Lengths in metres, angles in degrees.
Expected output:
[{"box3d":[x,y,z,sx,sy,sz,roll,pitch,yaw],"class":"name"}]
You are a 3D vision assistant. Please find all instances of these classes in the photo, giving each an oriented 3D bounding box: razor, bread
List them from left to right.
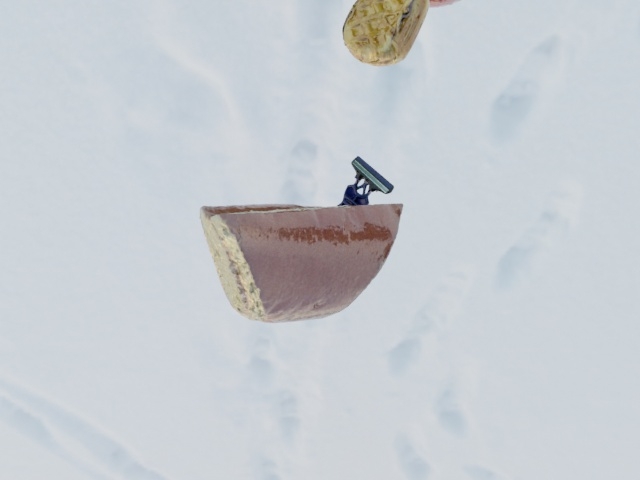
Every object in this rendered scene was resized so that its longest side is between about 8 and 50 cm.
[{"box3d":[-0.019,0.021,0.751,0.192,0.067,0.119,-5,125,-40],"class":"bread"},{"box3d":[0.001,0.000,0.817,0.154,0.044,0.028,-50,169,4],"class":"razor"},{"box3d":[0.072,-0.250,1.053,0.083,0.111,0.044,26,177,22],"class":"bread"}]

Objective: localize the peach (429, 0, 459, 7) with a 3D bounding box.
[{"box3d":[0.190,-0.517,1.585,0.281,0.281,0.238,1,120,-9],"class":"peach"}]
